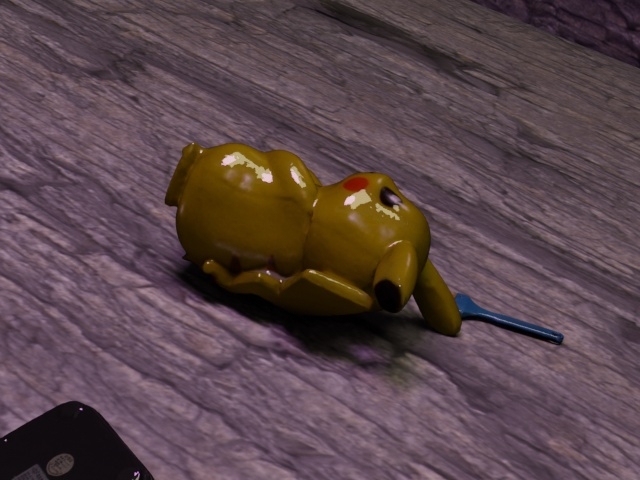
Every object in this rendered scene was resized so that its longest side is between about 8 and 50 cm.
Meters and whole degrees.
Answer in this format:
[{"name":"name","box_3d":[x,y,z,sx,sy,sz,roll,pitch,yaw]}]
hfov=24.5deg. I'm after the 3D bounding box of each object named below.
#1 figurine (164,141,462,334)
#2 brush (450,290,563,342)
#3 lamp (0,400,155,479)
[{"name":"figurine","box_3d":[-0.007,-0.002,1.573,0.327,0.169,0.218,12,-2,12]},{"name":"brush","box_3d":[0.198,0.088,1.684,0.164,0.014,0.051,18,24,8]},{"name":"lamp","box_3d":[-0.100,0.245,0.959,0.203,0.124,0.283,37,-11,48]}]
